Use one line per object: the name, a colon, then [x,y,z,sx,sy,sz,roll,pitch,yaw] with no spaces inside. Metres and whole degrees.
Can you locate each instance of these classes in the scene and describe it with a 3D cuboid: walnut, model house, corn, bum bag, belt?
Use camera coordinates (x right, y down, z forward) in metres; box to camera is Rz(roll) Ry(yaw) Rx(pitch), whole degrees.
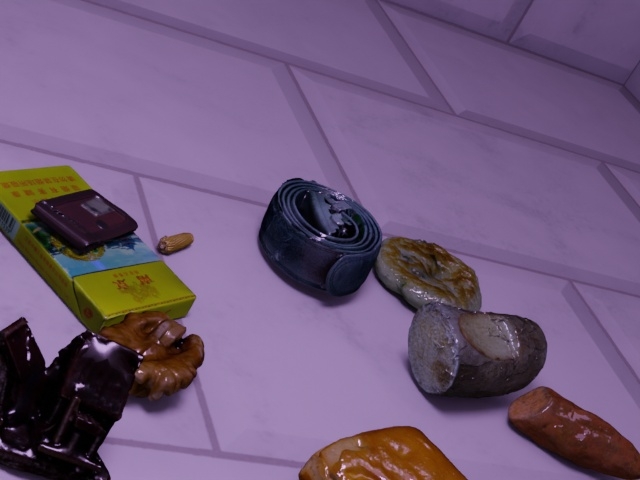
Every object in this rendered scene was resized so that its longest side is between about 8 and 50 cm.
walnut: [-0.233,0.161,1.660,0.143,0.069,0.170,34,26,12]
model house: [-0.322,0.181,1.442,0.203,0.164,0.141,19,24,-16]
corn: [-0.236,0.003,1.969,0.028,0.027,0.083,36,26,18]
bum bag: [-0.352,-0.032,1.827,0.109,0.026,0.159,37,22,13]
belt: [0.000,0.000,2.106,0.206,0.116,0.267,19,26,-14]

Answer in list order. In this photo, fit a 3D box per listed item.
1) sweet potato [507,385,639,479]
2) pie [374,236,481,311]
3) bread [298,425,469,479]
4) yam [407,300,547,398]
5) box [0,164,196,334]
sweet potato: [0.429,0.323,1.995,0.251,0.097,0.097,29,27,2]
pie: [0.203,0.070,2.247,0.240,0.054,0.240,23,26,-12]
bread: [0.110,0.344,1.645,0.235,0.099,0.210,-5,42,-47]
yam: [0.250,0.186,1.994,0.254,0.154,0.154,9,33,-46]
box: [-0.358,0.008,1.825,0.335,0.047,0.187,44,30,24]
